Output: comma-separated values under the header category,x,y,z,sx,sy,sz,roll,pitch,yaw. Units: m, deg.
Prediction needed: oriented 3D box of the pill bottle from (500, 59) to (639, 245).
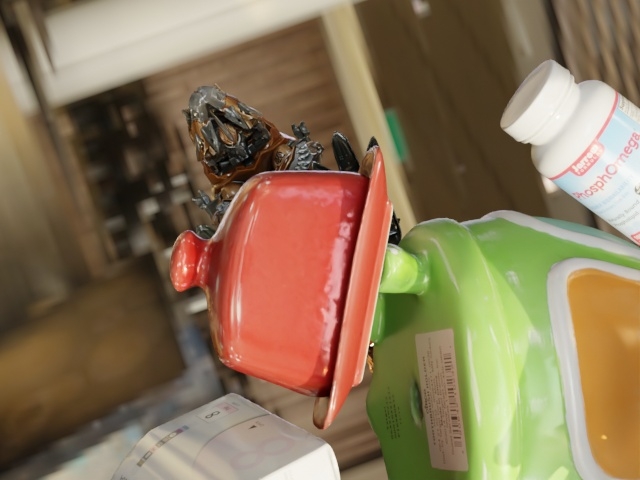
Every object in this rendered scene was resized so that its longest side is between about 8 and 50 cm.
category,x,y,z,sx,sy,sz,roll,pitch,yaw
pill bottle,0.222,-0.068,1.506,0.160,0.087,0.087,35,5,-12

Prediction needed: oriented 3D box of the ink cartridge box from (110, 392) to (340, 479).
category,x,y,z,sx,sy,sz,roll,pitch,yaw
ink cartridge box,-0.124,0.212,1.594,0.189,0.232,0.066,20,-54,60

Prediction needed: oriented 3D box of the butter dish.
category,x,y,z,sx,sy,sz,roll,pitch,yaw
butter dish,-0.027,0.021,1.104,0.160,0.118,0.160,121,-20,-86

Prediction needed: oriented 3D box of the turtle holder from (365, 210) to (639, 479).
category,x,y,z,sx,sy,sz,roll,pitch,yaw
turtle holder,0.137,0.116,1.290,0.320,0.227,0.243,102,-21,-54

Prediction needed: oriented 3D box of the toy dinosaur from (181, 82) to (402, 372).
category,x,y,z,sx,sy,sz,roll,pitch,yaw
toy dinosaur,0.000,0.000,1.591,0.322,0.164,0.218,33,-4,4
